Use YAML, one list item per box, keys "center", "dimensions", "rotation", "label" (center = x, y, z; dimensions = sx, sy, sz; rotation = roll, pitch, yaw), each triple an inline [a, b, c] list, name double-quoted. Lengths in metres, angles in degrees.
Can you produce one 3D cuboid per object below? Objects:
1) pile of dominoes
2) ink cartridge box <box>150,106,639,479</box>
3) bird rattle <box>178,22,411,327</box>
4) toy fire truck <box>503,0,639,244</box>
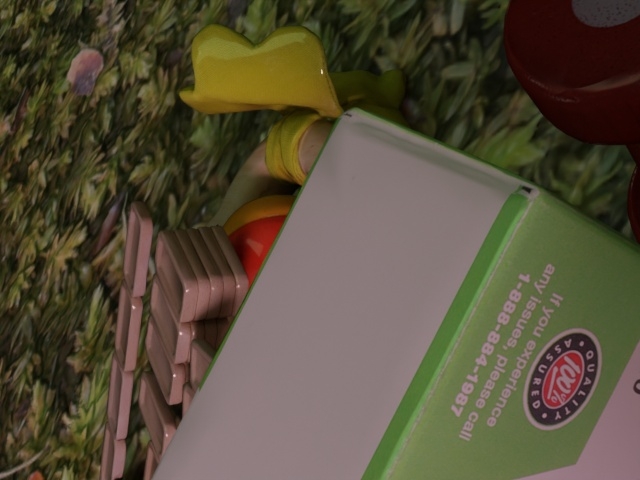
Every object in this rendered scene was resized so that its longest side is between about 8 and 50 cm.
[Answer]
- center: [-0.082, 0.115, 0.954]
  dimensions: [0.196, 0.040, 0.251]
  rotation: [-121, 34, -49]
  label: "pile of dominoes"
- center: [0.089, 0.105, 0.555]
  dimensions: [0.115, 0.273, 0.198]
  rotation: [29, 92, 55]
  label: "ink cartridge box"
- center: [0.000, 0.000, 0.941]
  dimensions: [0.207, 0.143, 0.253]
  rotation: [-53, 45, 37]
  label: "bird rattle"
- center: [0.214, -0.126, 0.663]
  dimensions: [0.254, 0.169, 0.302]
  rotation: [-25, 47, 20]
  label: "toy fire truck"
